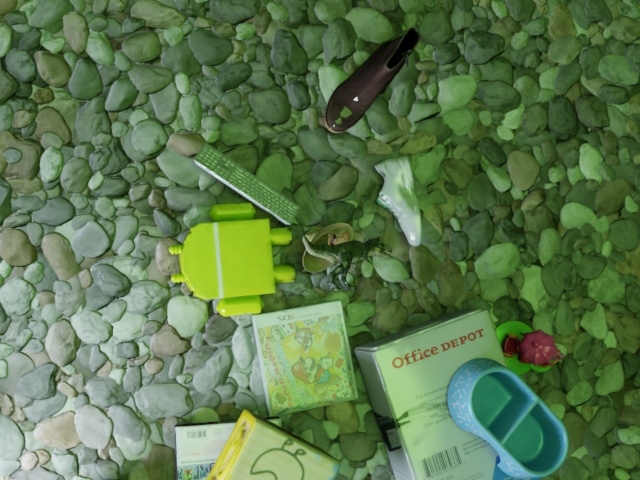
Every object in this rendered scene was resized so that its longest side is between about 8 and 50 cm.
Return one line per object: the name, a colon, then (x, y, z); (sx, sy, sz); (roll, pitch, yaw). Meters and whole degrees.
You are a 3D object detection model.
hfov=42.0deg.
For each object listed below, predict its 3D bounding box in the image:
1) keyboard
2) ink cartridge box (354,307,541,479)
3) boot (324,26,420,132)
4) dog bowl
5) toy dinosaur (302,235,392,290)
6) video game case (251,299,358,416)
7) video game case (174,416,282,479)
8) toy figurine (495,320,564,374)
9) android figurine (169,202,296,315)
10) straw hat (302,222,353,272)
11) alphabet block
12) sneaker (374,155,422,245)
keyboard: (-0.162, -0.126, 1.851); (0.256, 0.014, 0.072); (34, 46, -8)
ink cartridge box: (0.278, 0.376, 1.842); (0.286, 0.166, 0.394); (-18, 90, -15)
boot: (0.110, -0.358, 1.853); (0.090, 0.207, 0.248); (40, 77, -7)
dog bowl: (0.401, 0.378, 1.751); (0.297, 0.074, 0.166); (46, 74, -7)
toy dinosaur: (0.050, 0.052, 1.848); (0.268, 0.064, 0.118); (2, 91, -44)
video game case: (-0.033, 0.260, 1.854); (0.206, 0.026, 0.226); (-9, 87, -14)
video game case: (-0.194, 0.493, 1.785); (0.232, 0.042, 0.210); (-2, 85, -14)
toy figurine: (0.497, 0.256, 1.909); (0.173, 0.159, 0.130); (21, 80, -11)
android figurine: (-0.192, 0.041, 1.822); (0.273, 0.056, 0.248); (-6, 87, -16)
straw hat: (0.000, 0.000, 1.865); (0.144, 0.144, 0.061); (-37, 56, -14)
alphabet block: (-0.101, 0.476, 1.688); (0.197, 0.193, 0.192); (29, 78, -9)
sneaker: (0.177, -0.085, 1.920); (0.094, 0.080, 0.212); (-11, 80, -2)
